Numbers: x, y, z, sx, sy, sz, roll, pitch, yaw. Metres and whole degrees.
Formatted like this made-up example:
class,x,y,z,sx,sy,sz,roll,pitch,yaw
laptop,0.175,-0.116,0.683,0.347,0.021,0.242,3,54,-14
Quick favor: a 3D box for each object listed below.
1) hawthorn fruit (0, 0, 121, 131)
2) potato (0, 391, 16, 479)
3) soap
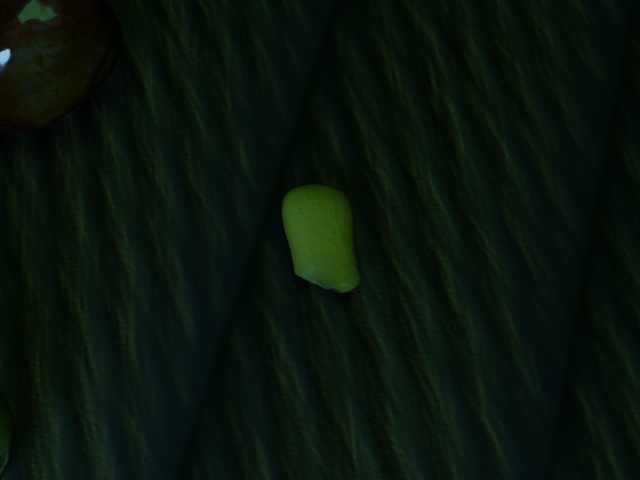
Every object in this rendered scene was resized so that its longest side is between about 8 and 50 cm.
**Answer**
class,x,y,z,sx,sy,sz,roll,pitch,yaw
hawthorn fruit,-0.378,-0.236,1.829,0.208,0.208,0.248,33,79,18
potato,-0.448,0.187,1.554,0.253,0.148,0.186,15,54,7
soap,0.000,0.000,1.784,0.089,0.033,0.168,-3,56,-4
